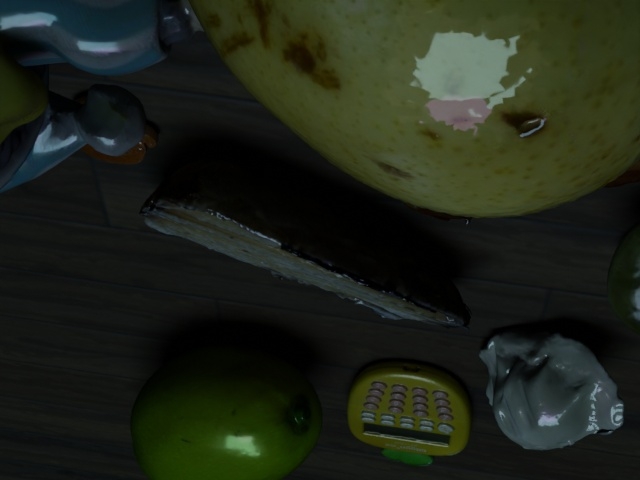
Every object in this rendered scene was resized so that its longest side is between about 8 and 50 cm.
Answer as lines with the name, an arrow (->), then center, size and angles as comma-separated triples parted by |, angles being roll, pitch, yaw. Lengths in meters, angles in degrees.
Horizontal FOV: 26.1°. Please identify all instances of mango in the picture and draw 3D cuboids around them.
mango -> -0.129, 0.217, 1.579 | 0.192, 0.156, 0.343 | 26, 149, -18

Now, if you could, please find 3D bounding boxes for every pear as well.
pear -> 0.078, -0.163, 0.743 | 0.309, 0.309, 0.309 | 9, 150, 5

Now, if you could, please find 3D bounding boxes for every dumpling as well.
dumpling -> 0.224, 0.148, 1.406 | 0.188, 0.108, 0.127 | -5, 126, 56

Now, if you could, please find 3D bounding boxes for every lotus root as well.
lotus root -> 0.001, 0.000, 1.258 | 0.329, 0.078, 0.167 | 22, 171, -21

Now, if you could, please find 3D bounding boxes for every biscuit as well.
biscuit -> -0.180, -0.097, 1.207 | 0.078, 0.015, 0.091 | 9, 150, 1

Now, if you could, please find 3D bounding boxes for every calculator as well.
calculator -> 0.103, 0.203, 1.599 | 0.146, 0.032, 0.235 | 8, 148, 7

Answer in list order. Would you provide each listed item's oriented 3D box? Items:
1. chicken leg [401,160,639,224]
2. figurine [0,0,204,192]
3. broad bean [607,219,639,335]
chicken leg -> 0.167, -0.079, 1.062 | 0.304, 0.093, 0.113 | -14, 124, 49
figurine -> -0.256, -0.155, 1.021 | 0.361, 0.266, 0.377 | -15, -178, -3
broad bean -> 0.337, 0.017, 1.125 | 0.153, 0.072, 0.206 | 40, 133, -11
